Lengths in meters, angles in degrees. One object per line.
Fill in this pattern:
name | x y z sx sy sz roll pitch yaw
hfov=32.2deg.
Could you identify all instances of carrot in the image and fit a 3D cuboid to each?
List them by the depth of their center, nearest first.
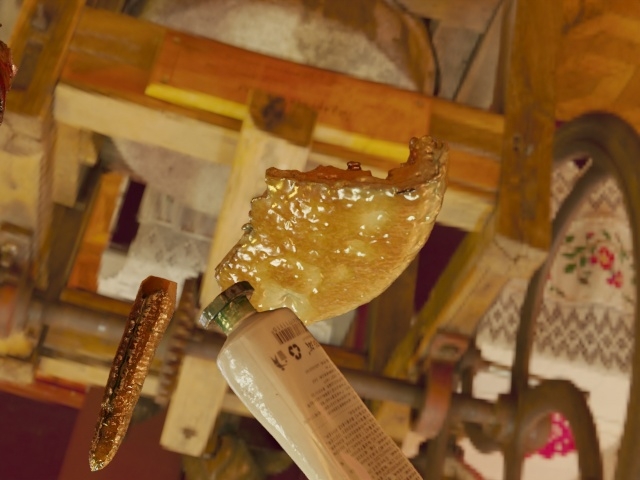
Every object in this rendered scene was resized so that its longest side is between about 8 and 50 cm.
carrot | -0.293 0.207 1.712 0.066 0.314 0.066 17 170 3

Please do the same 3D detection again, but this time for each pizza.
pizza | 0.000 0.000 1.108 0.182 0.073 0.365 21 141 -17

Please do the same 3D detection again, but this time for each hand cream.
hand cream | 0.024 0.174 0.890 0.076 0.121 0.336 -46 77 25

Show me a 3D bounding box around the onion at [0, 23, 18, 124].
onion | -0.607 -0.256 1.578 0.342 0.341 0.341 7 144 5
